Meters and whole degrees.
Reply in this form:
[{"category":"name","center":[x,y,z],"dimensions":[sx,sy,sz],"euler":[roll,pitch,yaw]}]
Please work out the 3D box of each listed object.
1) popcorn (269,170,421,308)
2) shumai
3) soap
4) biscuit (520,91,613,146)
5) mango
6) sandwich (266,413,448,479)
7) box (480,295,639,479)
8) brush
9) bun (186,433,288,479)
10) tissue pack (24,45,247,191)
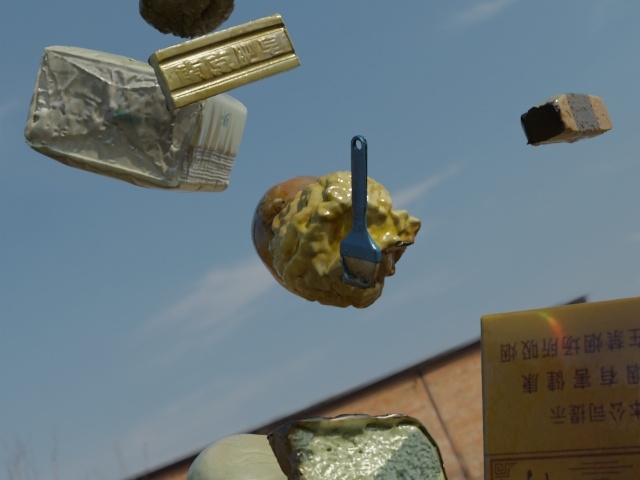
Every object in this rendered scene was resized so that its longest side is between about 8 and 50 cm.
[{"category":"popcorn","center":[0.028,0.001,1.449],"dimensions":[0.180,0.170,0.180],"euler":[-26,-50,-35]},{"category":"shumai","center":[-0.235,-0.471,2.109],"dimensions":[0.166,0.176,0.206],"euler":[16,-23,-27]},{"category":"soap","center":[-0.145,-0.281,1.848],"dimensions":[0.252,0.092,0.037],"euler":[-25,5,-34]},{"category":"biscuit","center":[0.281,-0.135,1.352],"dimensions":[0.056,0.052,0.188],"euler":[-26,-8,29]},{"category":"mango","center":[0.000,0.000,2.203],"dimensions":[0.199,0.222,0.384],"euler":[-11,-14,27]},{"category":"sandwich","center":[0.062,0.347,1.508],"dimensions":[0.226,0.251,0.087],"euler":[-3,-25,-23]},{"category":"box","center":[0.296,0.269,1.146],"dimensions":[0.264,0.415,0.115],"euler":[-9,-19,34]},{"category":"brush","center":[0.040,-0.029,1.237],"dimensions":[0.051,0.164,0.014],"euler":[11,19,38]},{"category":"bun","center":[-0.033,0.432,1.782],"dimensions":[0.213,0.361,0.361],"euler":[-39,-13,-14]},{"category":"tissue pack","center":[-0.316,-0.208,2.111],"dimensions":[0.297,0.207,0.380],"euler":[16,4,6]}]
